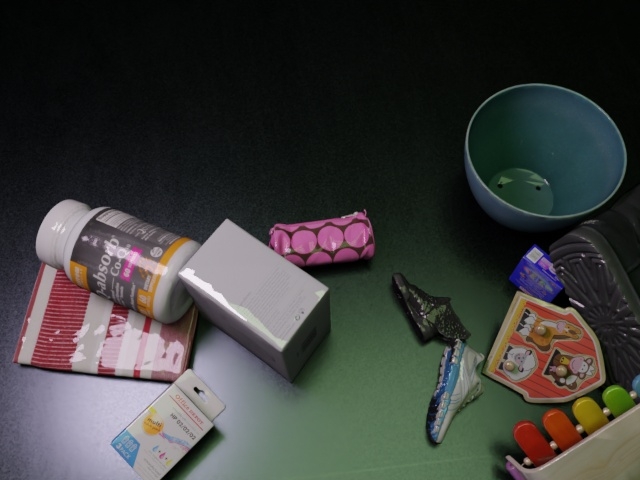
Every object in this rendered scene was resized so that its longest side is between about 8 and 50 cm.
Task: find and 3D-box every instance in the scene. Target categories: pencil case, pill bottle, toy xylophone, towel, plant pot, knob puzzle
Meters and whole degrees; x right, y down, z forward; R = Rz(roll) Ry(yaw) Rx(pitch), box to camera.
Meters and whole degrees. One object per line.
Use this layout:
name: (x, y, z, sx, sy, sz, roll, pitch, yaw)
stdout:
pencil case: (0.000, 0.000, 1.304, 0.209, 0.095, 0.098, -8, 100, -5)
pill bottle: (-0.364, 0.032, 1.215, 0.278, 0.162, 0.162, 21, 67, 11)
toy xylophone: (0.475, 0.353, 1.070, 0.322, 0.081, 0.236, -29, 103, 7)
towel: (-0.399, 0.142, 1.276, 0.328, 0.037, 0.237, 5, 66, 4)
plant pot: (0.414, -0.130, 1.296, 0.290, 0.195, 0.290, 0, 65, 1)
knob puzzle: (0.406, 0.206, 1.168, 0.213, 0.030, 0.213, 3, 99, 21)

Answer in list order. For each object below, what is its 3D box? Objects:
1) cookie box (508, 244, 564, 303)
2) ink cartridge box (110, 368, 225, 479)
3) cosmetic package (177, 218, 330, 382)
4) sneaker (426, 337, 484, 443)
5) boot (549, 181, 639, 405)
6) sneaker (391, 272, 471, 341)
cookie box: (0.414, 0.070, 1.251, 0.040, 0.107, 0.092, -41, 71, -18)
ink cartridge box: (-0.261, 0.323, 1.157, 0.104, 0.061, 0.181, 46, 72, -2)
cosmetic package: (-0.108, 0.111, 1.178, 0.224, 0.224, 0.138, 32, 70, 15)
sneaker: (0.249, 0.276, 1.183, 0.082, 0.071, 0.191, 23, 72, -4)
boot: (0.658, 0.056, 1.233, 0.445, 0.146, 0.367, -29, 101, -30)
sneaker: (0.210, 0.126, 1.263, 0.089, 0.051, 0.170, -23, 71, -9)
